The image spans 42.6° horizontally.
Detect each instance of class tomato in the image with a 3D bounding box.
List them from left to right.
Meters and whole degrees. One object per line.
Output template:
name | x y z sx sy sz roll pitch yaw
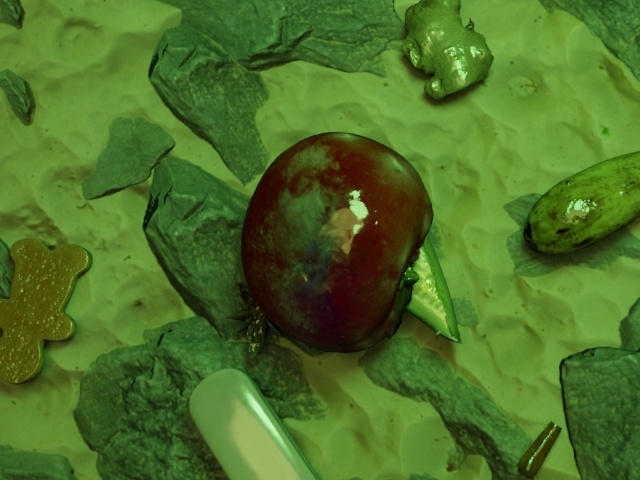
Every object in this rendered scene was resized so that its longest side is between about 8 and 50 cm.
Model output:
tomato | -0.003 0.004 1.196 0.290 0.176 0.334 22 99 19

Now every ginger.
ginger | 0.197 -0.338 1.345 0.137 0.074 0.213 -18 83 -4

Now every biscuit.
biscuit | -0.486 0.120 1.395 0.165 0.036 0.250 10 79 11

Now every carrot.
carrot | 0.331 0.317 1.240 0.032 0.032 0.093 34 83 12

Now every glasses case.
glasses case | -0.095 0.335 1.279 0.113 0.075 0.297 -36 78 1

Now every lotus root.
lotus root | 0.429 -0.063 1.256 0.258 0.097 0.110 -30 75 -1

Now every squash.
squash | 0.166 0.022 1.279 0.252 0.093 0.169 37 101 14

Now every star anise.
star anise | -0.096 0.131 1.320 0.124 0.056 0.129 4 66 12
